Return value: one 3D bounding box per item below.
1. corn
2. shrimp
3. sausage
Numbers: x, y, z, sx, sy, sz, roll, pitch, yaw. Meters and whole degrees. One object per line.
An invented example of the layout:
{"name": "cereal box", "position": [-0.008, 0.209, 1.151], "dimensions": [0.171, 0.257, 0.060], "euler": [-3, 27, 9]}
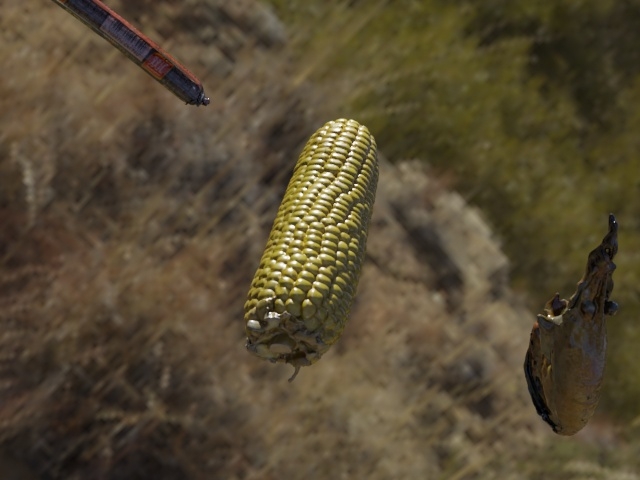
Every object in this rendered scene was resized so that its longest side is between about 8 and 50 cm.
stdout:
{"name": "corn", "position": [0.000, 0.000, 1.909], "dimensions": [0.106, 0.106, 0.305], "euler": [35, 46, -18]}
{"name": "shrimp", "position": [0.237, 0.079, 1.848], "dimensions": [0.066, 0.262, 0.117], "euler": [-16, 35, -32]}
{"name": "sausage", "position": [-0.173, -0.175, 1.580], "dimensions": [0.198, 0.025, 0.028], "euler": [37, 72, -3]}
